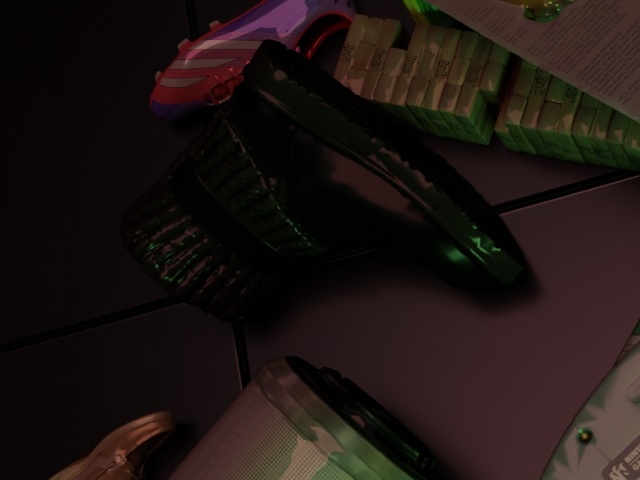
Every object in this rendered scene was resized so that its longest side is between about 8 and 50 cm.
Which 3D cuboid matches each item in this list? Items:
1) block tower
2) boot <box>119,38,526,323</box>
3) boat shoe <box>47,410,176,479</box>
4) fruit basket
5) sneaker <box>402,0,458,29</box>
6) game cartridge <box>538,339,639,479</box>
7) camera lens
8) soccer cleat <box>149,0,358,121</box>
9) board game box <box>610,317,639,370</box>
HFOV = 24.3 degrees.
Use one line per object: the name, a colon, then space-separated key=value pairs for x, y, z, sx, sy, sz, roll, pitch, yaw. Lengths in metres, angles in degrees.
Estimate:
block tower: x=0.185 y=-0.145 z=1.463 sx=0.335 sy=0.091 sz=0.097 roll=14 pitch=80 yaw=24
boot: x=0.000 y=-0.002 z=1.461 sx=0.348 sy=0.131 sz=0.260 roll=38 pitch=108 yaw=3
boat shoe: x=-0.208 y=0.236 z=1.517 sx=0.170 sy=0.063 sz=0.059 roll=-37 pitch=67 yaw=17
fruit basket: x=0.279 y=-0.277 z=1.373 sx=0.353 sy=0.165 sz=0.327 roll=37 pitch=76 yaw=31
sneaker: x=0.136 y=-0.350 z=1.535 sx=0.123 sy=0.109 sz=0.295 roll=-2 pitch=73 yaw=25
game cartridge: x=0.340 y=0.162 z=1.280 sx=0.294 sy=0.060 sz=0.196 roll=-44 pitch=68 yaw=3
camera lens: x=-0.033 y=0.260 z=1.350 sx=0.219 sy=0.219 sz=0.274 roll=41 pitch=91 yaw=26
soccer cleat: x=-0.073 y=-0.196 z=1.587 sx=0.248 sy=0.083 sz=0.095 roll=-37 pitch=69 yaw=4
board game box: x=0.394 y=0.191 z=1.304 sx=0.317 sy=0.046 sz=0.213 roll=29 pitch=87 yaw=26
